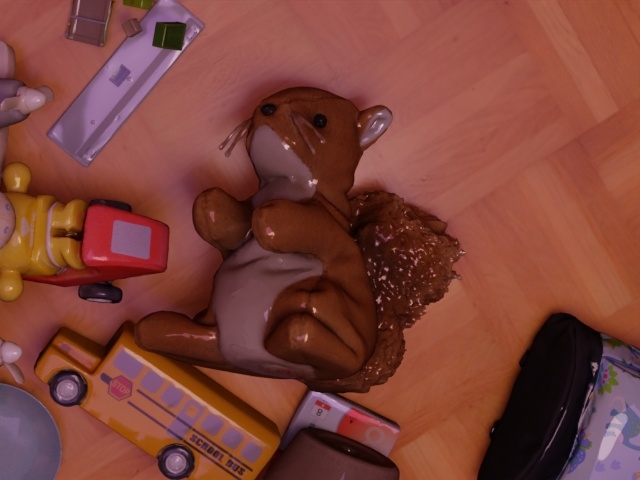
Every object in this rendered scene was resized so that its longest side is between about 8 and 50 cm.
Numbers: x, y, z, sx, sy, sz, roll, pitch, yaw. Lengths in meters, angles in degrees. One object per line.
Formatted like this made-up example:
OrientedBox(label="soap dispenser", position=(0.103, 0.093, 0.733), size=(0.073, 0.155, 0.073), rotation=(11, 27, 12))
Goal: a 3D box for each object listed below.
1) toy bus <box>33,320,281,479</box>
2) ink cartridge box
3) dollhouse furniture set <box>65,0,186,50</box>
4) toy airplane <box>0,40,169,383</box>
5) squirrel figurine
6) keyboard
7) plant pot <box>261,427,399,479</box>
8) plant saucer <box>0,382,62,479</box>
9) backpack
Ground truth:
OrientedBox(label="toy bus", position=(-0.226, 0.222, 1.815), size=(0.332, 0.108, 0.130), rotation=(36, 94, -10))
OrientedBox(label="ink cartridge box", position=(0.010, 0.312, 1.885), size=(0.145, 0.045, 0.179), rotation=(26, 93, -8))
OrientedBox(label="dollhouse furniture set", position=(-0.260, -0.293, 1.771), size=(0.151, 0.058, 0.076), rotation=(15, 102, 18))
OrientedBox(label="toy airplane", position=(-0.437, -0.015, 1.673), size=(0.384, 0.272, 0.386), rotation=(-39, 84, -8))
OrientedBox(label="squirrel figurine", position=(0.000, 0.000, 1.748), size=(0.397, 0.281, 0.370), rotation=(24, 68, -44))
OrientedBox(label="keyboard", position=(-0.265, -0.218, 1.796), size=(0.072, 0.014, 0.256), rotation=(40, 93, -5))
OrientedBox(label="plant pot", position=(-0.005, 0.384, 1.790), size=(0.263, 0.263, 0.229), rotation=(21, 92, -8))
OrientedBox(label="plant saucer", position=(-0.457, 0.287, 1.839), size=(0.195, 0.037, 0.195), rotation=(-1, 98, -6))
OrientedBox(label="backpack", position=(0.449, 0.302, 1.841), size=(0.355, 0.273, 0.290), rotation=(26, 89, -21))
